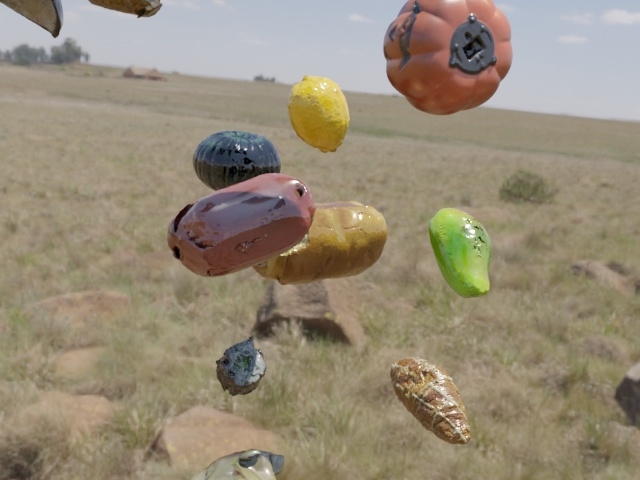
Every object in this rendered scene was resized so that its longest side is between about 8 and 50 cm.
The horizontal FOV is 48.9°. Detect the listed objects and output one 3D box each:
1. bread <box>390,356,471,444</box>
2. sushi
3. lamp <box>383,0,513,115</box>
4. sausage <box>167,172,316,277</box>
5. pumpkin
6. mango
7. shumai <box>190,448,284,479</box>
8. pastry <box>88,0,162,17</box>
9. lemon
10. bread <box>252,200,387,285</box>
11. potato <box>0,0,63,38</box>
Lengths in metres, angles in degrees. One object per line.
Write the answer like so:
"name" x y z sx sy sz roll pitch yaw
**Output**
"bread" 0.205 0.287 1.328 0.105 0.076 0.233 -35 42 -6
"sushi" -0.152 0.249 1.391 0.098 0.094 0.084 -21 -20 -29
"lamp" 0.184 -0.280 1.047 0.187 0.188 0.164 2 6 -20
"sausage" -0.135 -0.030 1.268 0.279 0.152 0.152 -23 24 -26
"pumpkin" -0.187 -0.171 1.581 0.202 0.140 0.202 5 21 -2
"mango" 0.311 0.027 1.528 0.111 0.125 0.233 41 23 -48
"shumai" -0.170 0.424 1.019 0.346 0.283 0.217 -7 -37 31
"pastry" -0.372 -0.470 1.235 0.229 0.100 0.218 27 23 13
"lemon" -0.002 -0.237 1.328 0.114 0.155 0.114 -15 22 6
"bread" 0.003 0.005 1.681 0.344 0.195 0.148 -7 24 -41
"potato" -0.568 -0.497 1.295 0.261 0.120 0.100 30 33 -12
